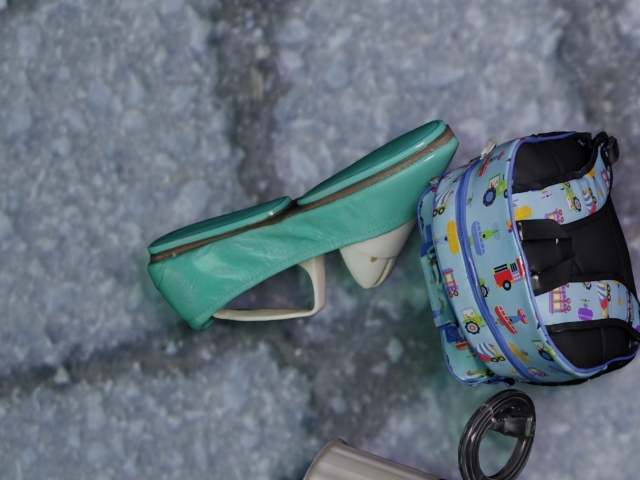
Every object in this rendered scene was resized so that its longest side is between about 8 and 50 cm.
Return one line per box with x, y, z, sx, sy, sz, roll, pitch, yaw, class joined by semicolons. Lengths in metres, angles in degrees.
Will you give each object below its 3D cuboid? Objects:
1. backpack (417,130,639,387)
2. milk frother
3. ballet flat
0.120;0.016;1.105;0.117;0.173;0.158;-14;88;25;backpack
0.062;0.154;1.178;0.134;0.129;0.143;17;80;22;milk frother
0.000;0.000;1.219;0.247;0.083;0.087;-22;101;27;ballet flat
